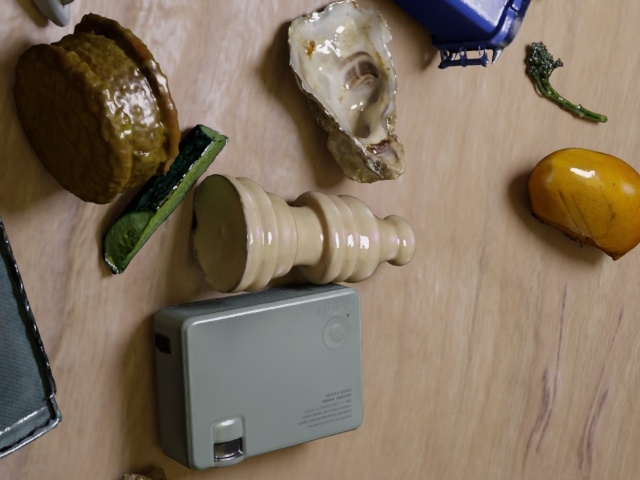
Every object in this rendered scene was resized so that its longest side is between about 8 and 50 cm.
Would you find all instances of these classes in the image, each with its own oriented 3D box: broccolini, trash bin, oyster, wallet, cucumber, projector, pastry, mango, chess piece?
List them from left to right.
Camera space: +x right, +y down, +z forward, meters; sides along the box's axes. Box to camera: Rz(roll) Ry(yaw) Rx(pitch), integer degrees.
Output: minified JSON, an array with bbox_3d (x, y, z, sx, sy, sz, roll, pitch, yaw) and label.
[{"bbox_3d":[-0.417,0.083,1.247,0.237,0.075,0.342,-27,110,-35],"label":"wallet"},{"bbox_3d":[-0.236,-0.135,1.270,0.103,0.188,0.189,-34,115,-34],"label":"pastry"},{"bbox_3d":[-0.181,-0.058,1.395,0.046,0.070,0.220,37,72,-3],"label":"cucumber"},{"bbox_3d":[-0.075,0.161,1.480,0.256,0.099,0.192,-9,102,-34],"label":"projector"},{"bbox_3d":[0.000,0.000,1.494,0.307,0.139,0.124,4,111,-38],"label":"chess piece"},{"bbox_3d":[0.034,-0.178,1.515,0.161,0.107,0.233,-26,93,-24],"label":"oyster"},{"bbox_3d":[0.148,-0.344,1.525,0.234,0.162,0.184,28,81,-29],"label":"trash bin"},{"bbox_3d":[0.356,-0.218,1.765,0.052,0.054,0.194,-42,131,12],"label":"broccolini"},{"bbox_3d":[0.388,-0.064,1.744,0.252,0.153,0.126,32,71,-48],"label":"mango"}]

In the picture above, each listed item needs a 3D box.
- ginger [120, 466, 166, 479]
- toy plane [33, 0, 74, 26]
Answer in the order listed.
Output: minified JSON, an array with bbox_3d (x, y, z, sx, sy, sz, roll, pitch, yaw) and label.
[{"bbox_3d":[-0.202,0.355,1.439,0.096,0.067,0.165,-35,117,-50],"label":"ginger"},{"bbox_3d":[-0.305,-0.304,1.270,0.162,0.065,0.171,-43,115,-34],"label":"toy plane"}]
